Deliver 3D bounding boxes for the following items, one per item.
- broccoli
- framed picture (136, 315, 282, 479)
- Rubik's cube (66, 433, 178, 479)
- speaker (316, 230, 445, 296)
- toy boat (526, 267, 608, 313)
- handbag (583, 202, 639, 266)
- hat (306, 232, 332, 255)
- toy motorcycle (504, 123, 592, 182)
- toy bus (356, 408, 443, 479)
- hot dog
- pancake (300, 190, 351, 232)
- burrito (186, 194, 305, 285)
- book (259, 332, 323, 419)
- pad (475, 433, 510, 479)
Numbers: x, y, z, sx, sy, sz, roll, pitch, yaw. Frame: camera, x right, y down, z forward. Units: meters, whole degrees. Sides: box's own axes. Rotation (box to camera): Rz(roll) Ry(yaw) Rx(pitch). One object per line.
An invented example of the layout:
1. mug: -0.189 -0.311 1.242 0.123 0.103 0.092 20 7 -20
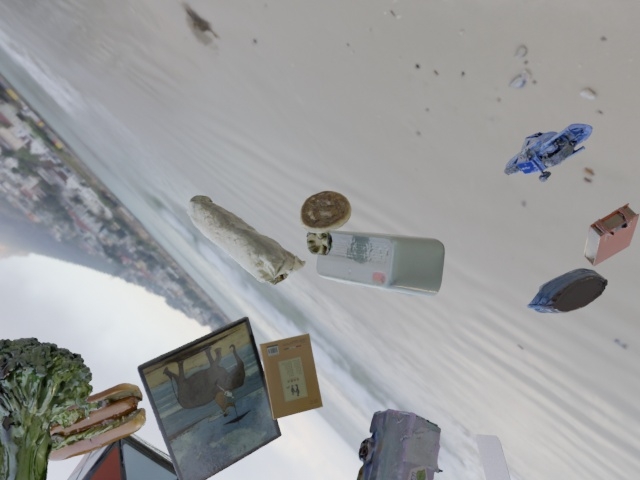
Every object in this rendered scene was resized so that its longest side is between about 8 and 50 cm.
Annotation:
1. broccoli: -0.391 0.277 0.735 0.145 0.165 0.303 18 -118 -56
2. framed picture: -0.236 0.369 1.282 0.016 0.265 0.346 23 129 55
3. Rubik's cube: -0.558 0.683 1.599 0.246 0.250 0.248 40 159 -15
4. speaker: 0.165 0.062 1.721 0.184 0.183 0.406 9 179 -33
5. toy boat: 0.848 0.175 1.968 0.142 0.309 0.129 -160 50 -71
6. handbag: 0.825 -0.014 1.618 0.062 0.127 0.190 61 -178 34
7. hat: 0.001 0.000 1.688 0.076 0.059 0.077 4 108 16
8. toy motorcycle: 0.456 -0.182 1.161 0.076 0.114 0.205 46 171 -8
9. toy bus: 0.119 0.442 0.964 0.112 0.316 0.138 33 142 -19
10. hot dog: -0.593 0.463 1.425 0.100 0.337 0.135 29 -140 -71
11. pancake: 0.012 -0.080 1.562 0.158 0.158 0.028 37 157 38
12. burrito: -0.145 -0.003 1.018 0.275 0.082 0.059 33 127 31
13. book: -0.066 0.305 1.282 0.012 0.118 0.172 162 98 -76
14. pad: 0.512 0.664 1.680 0.266 0.002 0.176 90 169 -73
